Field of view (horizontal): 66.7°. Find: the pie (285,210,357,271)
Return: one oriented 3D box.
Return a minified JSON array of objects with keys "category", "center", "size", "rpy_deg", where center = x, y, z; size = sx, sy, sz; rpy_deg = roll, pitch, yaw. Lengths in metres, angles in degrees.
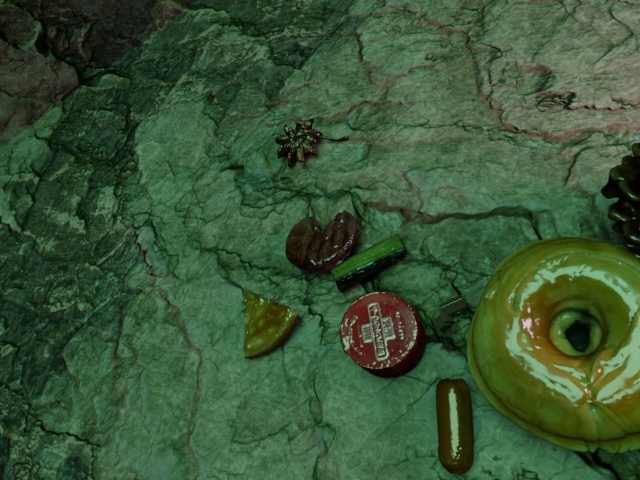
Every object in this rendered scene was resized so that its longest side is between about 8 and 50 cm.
[{"category":"pie","center":[0.000,0.000,1.375],"size":[0.219,0.054,0.204],"rpy_deg":[5,54,34]}]

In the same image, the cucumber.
[{"category":"cucumber","center":[0.134,0.066,1.305],"size":[0.211,0.062,0.078],"rpy_deg":[-26,34,4]}]

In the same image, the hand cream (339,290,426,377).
[{"category":"hand cream","center":[0.152,0.228,1.169],"size":[0.193,0.125,0.193],"rpy_deg":[-11,59,20]}]

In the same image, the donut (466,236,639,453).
[{"category":"donut","center":[0.516,0.189,0.982],"size":[0.449,0.198,0.448],"rpy_deg":[-12,59,20]}]

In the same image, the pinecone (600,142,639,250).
[{"category":"pinecone","center":[0.764,-0.097,0.889],"size":[0.398,0.398,0.397],"rpy_deg":[-11,61,19]}]

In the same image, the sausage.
[{"category":"sausage","center":[0.290,0.397,1.049],"size":[0.076,0.076,0.197],"rpy_deg":[-6,63,22]}]

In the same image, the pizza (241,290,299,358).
[{"category":"pizza","center":[-0.151,0.213,1.356],"size":[0.201,0.053,0.193],"rpy_deg":[-38,56,16]}]

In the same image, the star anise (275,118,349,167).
[{"category":"star anise","center":[-0.045,-0.338,1.589],"size":[0.234,0.073,0.177],"rpy_deg":[-28,65,0]}]

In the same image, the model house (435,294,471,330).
[{"category":"model house","center":[0.312,0.173,1.164],"size":[0.083,0.058,0.057],"rpy_deg":[-25,57,11]}]
